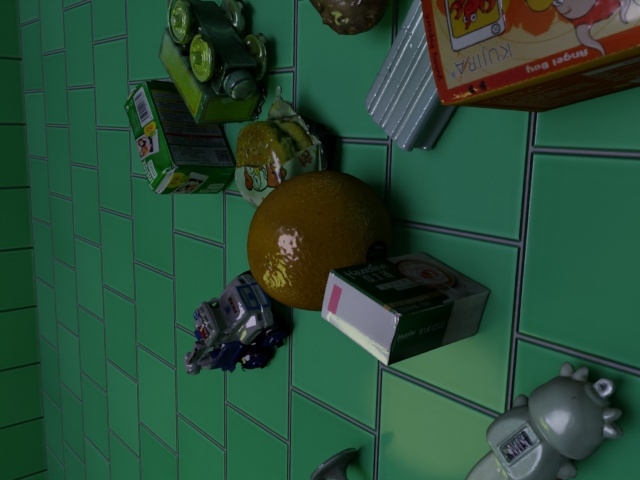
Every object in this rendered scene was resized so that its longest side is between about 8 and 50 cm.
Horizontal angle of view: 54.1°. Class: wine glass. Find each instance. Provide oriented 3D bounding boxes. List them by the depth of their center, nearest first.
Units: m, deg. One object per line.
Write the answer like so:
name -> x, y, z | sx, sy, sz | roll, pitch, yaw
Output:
wine glass -> 0.078, 0.562, 1.091 | 0.310, 0.096, 0.264 | 53, 140, 30

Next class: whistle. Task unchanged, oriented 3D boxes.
whistle -> 0.272, 0.252, 0.781 | 0.253, 0.105, 0.102 | -53, 18, 27

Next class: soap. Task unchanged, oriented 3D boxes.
soap -> 0.149, -0.239, 0.884 | 0.119, 0.066, 0.198 | 54, 132, 32

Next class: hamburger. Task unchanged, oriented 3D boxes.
hamburger -> -0.077, -0.151, 1.120 | 0.214, 0.125, 0.235 | 25, 125, 44

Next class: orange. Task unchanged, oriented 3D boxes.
orange -> 0.000, 0.000, 0.970 | 0.236, 0.236, 0.237 | 10, 104, 49

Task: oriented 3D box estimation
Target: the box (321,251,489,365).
box -> 0.118, 0.087, 0.868 | 0.135, 0.199, 0.081 | 32, 118, 40

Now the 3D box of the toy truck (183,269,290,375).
toy truck -> -0.184, 0.174, 1.265 | 0.161, 0.176, 0.213 | 59, 136, 27

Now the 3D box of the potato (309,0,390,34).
potato -> 0.041, -0.456, 0.927 | 0.191, 0.141, 0.297 | 1, 96, 34

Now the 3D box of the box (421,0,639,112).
box -> 0.268, -0.285, 0.623 | 0.283, 0.213, 0.260 | -7, 92, 50

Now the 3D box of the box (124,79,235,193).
box -> -0.303, -0.219, 1.347 | 0.103, 0.180, 0.250 | -39, 65, 42

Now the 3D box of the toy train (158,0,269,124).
toy train -> -0.213, -0.359, 1.238 | 0.272, 0.159, 0.188 | 58, 141, 26
